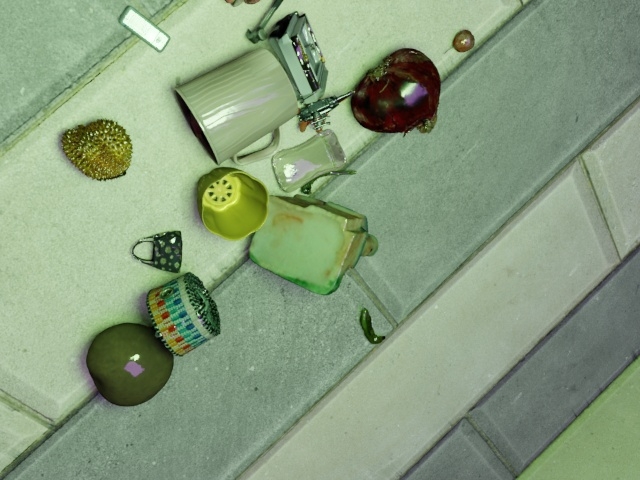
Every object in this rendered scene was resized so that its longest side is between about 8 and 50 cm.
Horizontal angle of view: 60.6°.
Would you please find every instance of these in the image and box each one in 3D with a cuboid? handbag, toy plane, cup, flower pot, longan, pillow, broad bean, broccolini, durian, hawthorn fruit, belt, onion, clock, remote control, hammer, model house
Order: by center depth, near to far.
[{"bbox_3d":[-0.437,-0.526,1.367,0.124,0.018,0.053,32,93,-33],"label":"remote control"},{"bbox_3d":[-0.549,-0.229,1.372,0.158,0.137,0.168,-31,114,12],"label":"durian"},{"bbox_3d":[-0.206,-0.327,1.446,0.273,0.208,0.288,-33,111,-12],"label":"cup"},{"bbox_3d":[-0.118,-0.626,1.455,0.029,0.103,0.246,36,79,-32],"label":"hammer"},{"bbox_3d":[-0.054,-0.489,1.457,0.083,0.253,0.186,-17,121,16],"label":"clock"},{"bbox_3d":[-0.261,-0.118,1.525,0.195,0.179,0.195,-10,114,-24],"label":"flower pot"},{"bbox_3d":[-0.395,0.206,1.553,0.160,0.295,0.207,-29,104,-4],"label":"belt"},{"bbox_3d":[-0.462,0.033,1.555,0.139,0.072,0.115,0,114,-22],"label":"handbag"},{"bbox_3d":[-0.541,0.356,1.564,0.245,0.215,0.246,-1,95,-7],"label":"longan"},{"bbox_3d":[0.011,-0.389,1.579,0.189,0.130,0.061,-27,166,15],"label":"toy plane"},{"bbox_3d":[0.222,-0.425,1.610,0.280,0.221,0.281,-11,124,-17],"label":"onion"},{"bbox_3d":[0.000,0.000,1.639,0.280,0.312,0.245,-3,114,-66],"label":"model house"},{"bbox_3d":[-0.034,-0.244,1.664,0.232,0.038,0.131,-27,105,-14],"label":"pillow"},{"bbox_3d":[0.021,-0.195,1.708,0.194,0.054,0.052,-24,89,-10],"label":"broccolini"},{"bbox_3d":[0.438,-0.625,1.737,0.103,0.067,0.067,-19,121,12],"label":"hawthorn fruit"},{"bbox_3d":[0.180,0.321,2.000,0.061,0.046,0.195,-46,128,-16],"label":"broad bean"}]

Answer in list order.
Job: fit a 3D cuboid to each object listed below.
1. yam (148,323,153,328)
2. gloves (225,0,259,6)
[{"bbox_3d":[-0.499,0.251,1.659,0.107,0.014,0.014,-38,122,-8],"label":"yam"},{"bbox_3d":[-0.149,-0.690,1.385,0.241,0.126,0.145,-50,128,-9],"label":"gloves"}]
